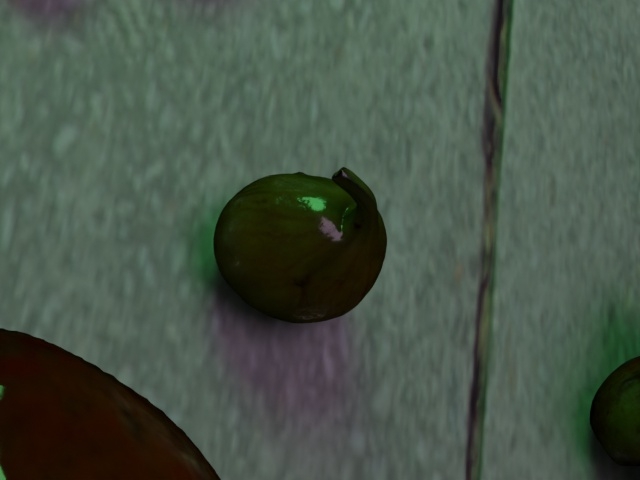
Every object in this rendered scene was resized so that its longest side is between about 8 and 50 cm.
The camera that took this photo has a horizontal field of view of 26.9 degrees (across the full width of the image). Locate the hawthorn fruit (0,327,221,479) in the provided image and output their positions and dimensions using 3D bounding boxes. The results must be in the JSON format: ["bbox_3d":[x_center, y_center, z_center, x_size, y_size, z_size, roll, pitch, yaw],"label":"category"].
[{"bbox_3d":[-0.108,0.146,0.470,0.249,0.215,0.215,31,57,-22],"label":"hawthorn fruit"}]

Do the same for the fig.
[{"bbox_3d":[0.000,0.000,0.667,0.084,0.098,0.082,53,49,-23],"label":"fig"}]

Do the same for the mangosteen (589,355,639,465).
[{"bbox_3d":[0.280,0.101,0.777,0.209,0.210,0.210,13,66,-32],"label":"mangosteen"}]
